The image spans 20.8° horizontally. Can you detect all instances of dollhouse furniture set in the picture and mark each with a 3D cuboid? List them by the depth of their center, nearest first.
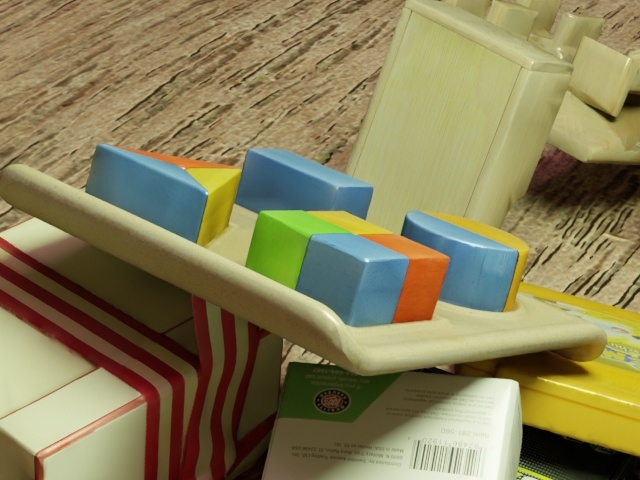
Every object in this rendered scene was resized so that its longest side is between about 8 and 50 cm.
[{"bbox_3d":[0.218,-0.075,1.714,0.362,0.256,0.394,33,22,35],"label":"dollhouse furniture set"}]

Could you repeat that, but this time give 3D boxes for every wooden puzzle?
[{"bbox_3d":[0.000,0.000,1.225,0.322,0.080,0.348,23,10,35],"label":"wooden puzzle"}]

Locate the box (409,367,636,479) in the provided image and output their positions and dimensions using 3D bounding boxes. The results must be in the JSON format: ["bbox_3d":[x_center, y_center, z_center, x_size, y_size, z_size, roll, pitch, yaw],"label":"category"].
[{"bbox_3d":[0.112,0.177,1.269,0.191,0.045,0.184,19,33,22],"label":"box"}]

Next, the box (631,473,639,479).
[{"bbox_3d":[0.126,0.261,1.252,0.322,0.079,0.257,-21,43,-33],"label":"box"}]

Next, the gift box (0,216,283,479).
[{"bbox_3d":[-0.179,0.134,1.237,0.258,0.276,0.255,31,46,32],"label":"gift box"}]

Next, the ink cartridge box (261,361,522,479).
[{"bbox_3d":[0.040,0.197,1.138,0.160,0.092,0.219,5,53,13],"label":"ink cartridge box"}]

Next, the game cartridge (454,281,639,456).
[{"bbox_3d":[0.248,0.108,1.385,0.285,0.052,0.323,15,9,2],"label":"game cartridge"}]
